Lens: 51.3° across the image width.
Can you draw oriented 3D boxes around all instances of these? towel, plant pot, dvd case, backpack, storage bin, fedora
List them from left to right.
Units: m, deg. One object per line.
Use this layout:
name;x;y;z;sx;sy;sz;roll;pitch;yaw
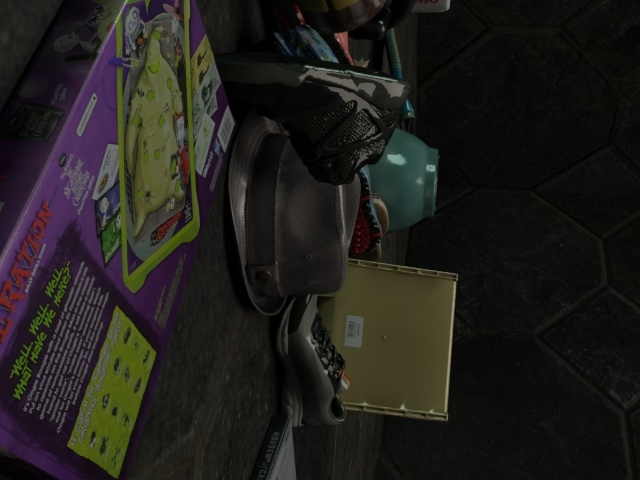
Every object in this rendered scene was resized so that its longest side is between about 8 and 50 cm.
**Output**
dvd case;-0.070;0.406;0.983;0.179;0.029;0.239;-68;158;-56
backpack;-0.020;-0.185;0.760;0.114;0.084;0.105;57;20;-8
fedora;-0.018;-0.032;0.835;0.244;0.124;0.275;-72;162;-52
storage bin;0.103;0.179;1.204;0.123;0.260;0.262;122;-24;-77
towel;0.210;-0.449;1.813;0.271;0.040;0.370;55;26;-74
plant pot;0.200;-0.151;1.700;0.293;0.196;0.293;5;90;-79

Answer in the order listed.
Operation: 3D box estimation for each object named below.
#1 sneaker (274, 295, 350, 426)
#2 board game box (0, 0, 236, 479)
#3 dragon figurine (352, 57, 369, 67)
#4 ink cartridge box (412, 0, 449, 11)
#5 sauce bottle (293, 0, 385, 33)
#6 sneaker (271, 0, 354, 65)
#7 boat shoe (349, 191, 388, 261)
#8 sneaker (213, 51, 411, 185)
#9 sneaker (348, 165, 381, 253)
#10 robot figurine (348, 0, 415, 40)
sneaker;-0.008;0.173;1.009;0.100;0.108;0.272;-65;155;-56
board game box;-0.138;-0.021;0.447;0.208;0.056;0.347;84;14;-57
dragon figurine;0.040;-0.217;1.153;0.144;0.085;0.289;82;15;-46
ink cartridge box;0.170;-0.619;1.351;0.278;0.201;0.117;82;17;-48
sauce bottle;-0.027;-0.355;0.613;0.344;0.111;0.111;59;36;-52
sneaker;-0.021;-0.304;0.849;0.136;0.115;0.314;-106;-170;-58
boat shoe;0.105;-0.043;1.528;0.285;0.102;0.092;79;13;-64
sneaker;-0.018;-0.118;0.671;0.087;0.227;0.130;36;-62;50
sneaker;0.075;-0.084;1.336;0.262;0.104;0.125;83;14;-45
robot figurine;0.075;-0.431;1.017;0.173;0.209;0.278;34;51;-30
